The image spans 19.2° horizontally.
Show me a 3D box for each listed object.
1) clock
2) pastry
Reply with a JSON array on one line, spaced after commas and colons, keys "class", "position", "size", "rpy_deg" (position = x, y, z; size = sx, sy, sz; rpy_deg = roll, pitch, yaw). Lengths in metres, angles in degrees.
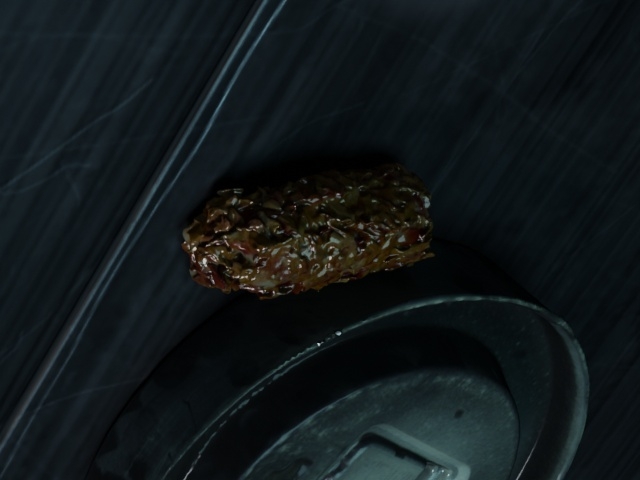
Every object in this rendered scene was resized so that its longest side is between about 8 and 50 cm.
[{"class": "clock", "position": [0.011, 0.166, 1.313], "size": [0.386, 0.076, 0.386], "rpy_deg": [-22, 138, -22]}, {"class": "pastry", "position": [0.000, -0.002, 1.151], "size": [0.169, 0.063, 0.087], "rpy_deg": [-14, 137, -30]}]
